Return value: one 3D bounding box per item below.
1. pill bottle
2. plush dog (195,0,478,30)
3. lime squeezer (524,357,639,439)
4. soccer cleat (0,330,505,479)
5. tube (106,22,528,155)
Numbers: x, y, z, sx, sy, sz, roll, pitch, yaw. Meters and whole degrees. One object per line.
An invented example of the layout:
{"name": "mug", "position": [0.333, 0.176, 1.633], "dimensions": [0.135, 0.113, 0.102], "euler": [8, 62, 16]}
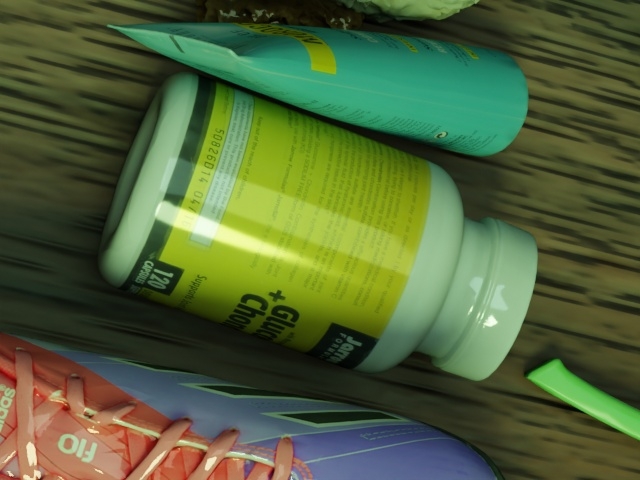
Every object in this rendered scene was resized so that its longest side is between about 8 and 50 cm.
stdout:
{"name": "pill bottle", "position": [0.000, 0.000, 0.806], "dimensions": [0.184, 0.103, 0.103], "euler": [20, 78, -11]}
{"name": "plush dog", "position": [0.017, -0.206, 0.824], "dimensions": [0.262, 0.210, 0.225], "euler": [-24, 105, 11]}
{"name": "lime squeezer", "position": [0.225, 0.174, 0.869], "dimensions": [0.110, 0.059, 0.310], "euler": [-29, 91, -17]}
{"name": "soccer cleat", "position": [-0.086, 0.090, 0.693], "dimensions": [0.318, 0.116, 0.108], "euler": [7, 66, 18]}
{"name": "tube", "position": [0.009, -0.074, 0.796], "dimensions": [0.207, 0.080, 0.052], "euler": [5, 94, -45]}
